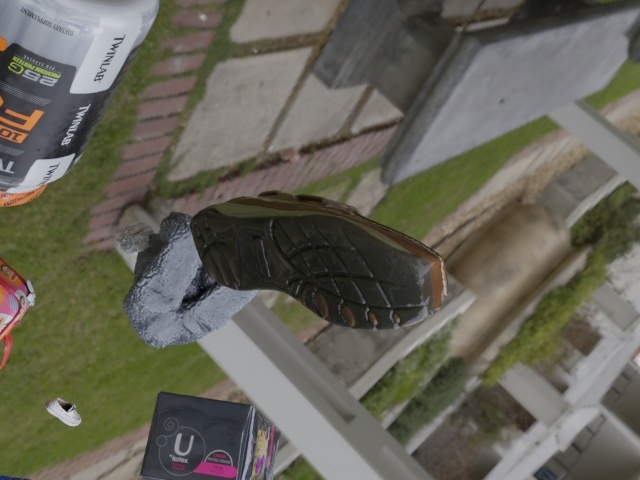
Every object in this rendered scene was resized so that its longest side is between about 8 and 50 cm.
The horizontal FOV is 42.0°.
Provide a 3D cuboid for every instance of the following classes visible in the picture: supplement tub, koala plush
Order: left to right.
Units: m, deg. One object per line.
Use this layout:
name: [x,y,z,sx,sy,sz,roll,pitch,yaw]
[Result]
supplement tub: [-0.346,-0.207,0.989,0.207,0.207,0.338,-25,161,-50]
koala plush: [-0.245,0.051,1.371,0.203,0.221,0.196,-49,122,0]

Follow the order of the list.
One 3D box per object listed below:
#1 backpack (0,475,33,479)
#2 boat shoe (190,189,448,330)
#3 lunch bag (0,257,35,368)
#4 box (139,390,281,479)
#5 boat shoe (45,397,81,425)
backpack: [-0.475,0.418,1.263,0.098,0.101,0.120,-50,151,5]
boat shoe: [0.000,0.000,0.896,0.120,0.324,0.123,-32,124,-40]
lunch bag: [-0.705,0.153,1.601,0.293,0.258,0.120,-44,-165,7]
box: [-0.176,0.361,1.417,0.270,0.165,0.143,70,27,-66]
boat shoe: [-0.525,0.354,1.735,0.035,0.035,0.100,-30,135,9]
